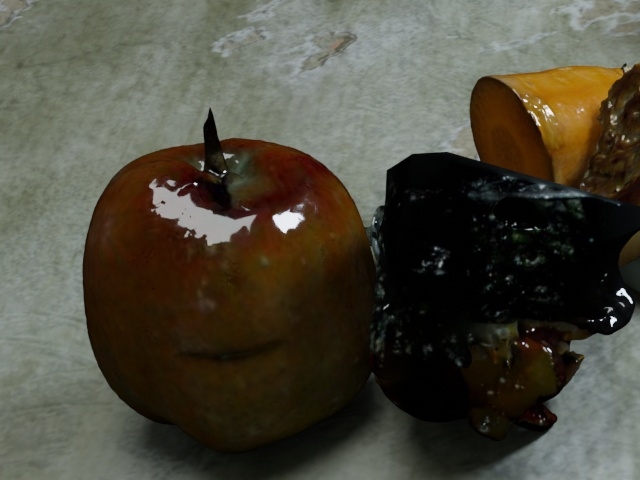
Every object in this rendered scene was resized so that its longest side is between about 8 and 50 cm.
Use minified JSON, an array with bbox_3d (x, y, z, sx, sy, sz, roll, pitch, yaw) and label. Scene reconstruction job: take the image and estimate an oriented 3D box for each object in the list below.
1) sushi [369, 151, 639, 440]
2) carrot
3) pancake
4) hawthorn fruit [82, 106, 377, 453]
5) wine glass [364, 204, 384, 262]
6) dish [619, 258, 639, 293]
[{"bbox_3d":[0.132,0.057,1.557,0.215,0.212,0.227,14,-10,-10],"label":"sushi"},{"bbox_3d":[0.282,-0.114,1.883,0.225,0.159,0.159,-16,27,-18],"label":"carrot"},{"bbox_3d":[0.296,-0.069,1.701,0.212,0.056,0.257,10,73,59],"label":"pancake"},{"bbox_3d":[-0.087,0.024,1.658,0.267,0.301,0.268,-11,22,5],"label":"hawthorn fruit"},{"bbox_3d":[0.000,0.000,1.898,0.155,0.072,0.072,-2,31,25],"label":"wine glass"},{"bbox_3d":[0.392,-0.064,1.743,0.273,0.134,0.273,-11,28,6],"label":"dish"}]
